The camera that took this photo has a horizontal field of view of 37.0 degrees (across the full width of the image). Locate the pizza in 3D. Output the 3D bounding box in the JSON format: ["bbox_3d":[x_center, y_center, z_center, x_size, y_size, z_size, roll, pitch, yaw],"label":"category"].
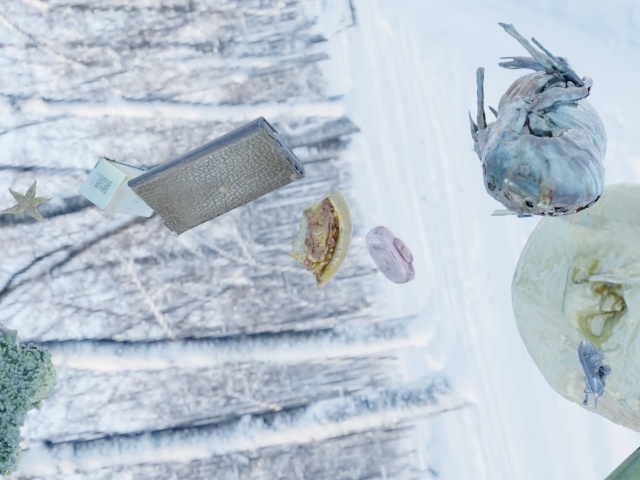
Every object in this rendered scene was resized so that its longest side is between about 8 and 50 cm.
[{"bbox_3d":[0.006,-0.002,2.227,0.056,0.134,0.271,-109,35,-55],"label":"pizza"}]

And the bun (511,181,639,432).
[{"bbox_3d":[0.428,0.084,1.300,0.213,0.361,0.361,20,-125,-57],"label":"bun"}]

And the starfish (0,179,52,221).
[{"bbox_3d":[-0.532,-0.065,1.732,0.092,0.086,0.016,47,164,3],"label":"starfish"}]

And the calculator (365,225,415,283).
[{"bbox_3d":[0.111,0.025,1.525,0.103,0.024,0.166,58,167,0],"label":"calculator"}]

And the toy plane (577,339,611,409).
[{"bbox_3d":[0.301,0.142,1.054,0.083,0.031,0.078,-80,-4,-48],"label":"toy plane"}]

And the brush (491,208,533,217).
[{"bbox_3d":[0.295,-0.042,1.457,0.084,0.016,0.013,0,129,52],"label":"brush"}]

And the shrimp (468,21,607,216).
[{"bbox_3d":[0.224,-0.137,0.976,0.372,0.137,0.172,-82,-1,-62],"label":"shrimp"}]

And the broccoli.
[{"bbox_3d":[-0.688,0.327,1.877,0.317,0.277,0.338,-98,26,-73],"label":"broccoli"}]

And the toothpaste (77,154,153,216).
[{"bbox_3d":[-0.382,-0.102,1.883,0.089,0.071,0.313,-57,-5,3],"label":"toothpaste"}]

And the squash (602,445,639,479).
[{"bbox_3d":[0.363,0.310,1.146,0.066,0.252,0.066,39,-164,-13],"label":"squash"}]

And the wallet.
[{"bbox_3d":[-0.158,-0.097,1.457,0.133,0.243,0.039,48,-154,-41],"label":"wallet"}]
